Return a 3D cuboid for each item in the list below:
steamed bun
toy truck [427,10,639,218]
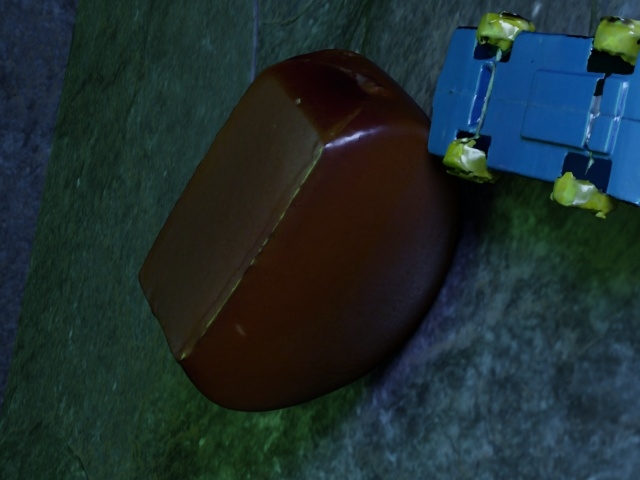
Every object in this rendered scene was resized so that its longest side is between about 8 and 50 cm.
[{"bbox_3d":[0.000,0.000,1.643,0.379,0.248,0.235,-56,37,18],"label":"steamed bun"},{"bbox_3d":[0.239,-0.104,1.334,0.385,0.162,0.161,20,98,63],"label":"toy truck"}]
